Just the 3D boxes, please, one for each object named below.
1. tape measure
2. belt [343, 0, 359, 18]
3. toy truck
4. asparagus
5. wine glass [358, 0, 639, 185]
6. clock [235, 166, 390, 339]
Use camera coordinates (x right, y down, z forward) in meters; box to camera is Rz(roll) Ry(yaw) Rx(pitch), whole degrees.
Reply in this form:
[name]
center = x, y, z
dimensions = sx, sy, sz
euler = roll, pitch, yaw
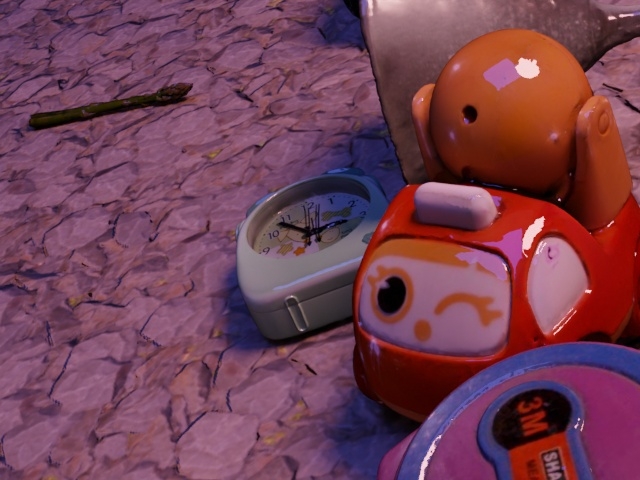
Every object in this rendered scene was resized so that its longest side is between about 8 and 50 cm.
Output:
[tape measure]
center = 0.138, 0.184, 0.741
dimensions = 0.245, 0.149, 0.232
euler = -22, 36, 14
[belt]
center = 0.089, -0.328, 1.462
dimensions = 0.082, 0.141, 0.190
euler = -1, 41, 32
[toy truck]
center = 0.124, -0.005, 0.914
dimensions = 0.189, 0.239, 0.265
euler = 8, 45, 38
[asparagus]
center = -0.252, -0.163, 1.538
dimensions = 0.232, 0.022, 0.023
euler = -9, -8, 22
[wine glass]
center = 0.255, -0.181, 1.060
dimensions = 0.406, 0.267, 0.267
euler = -9, 36, 18
[clock]
center = 0.000, -0.001, 1.138
dimensions = 0.148, 0.060, 0.189
euler = -20, 34, 6
